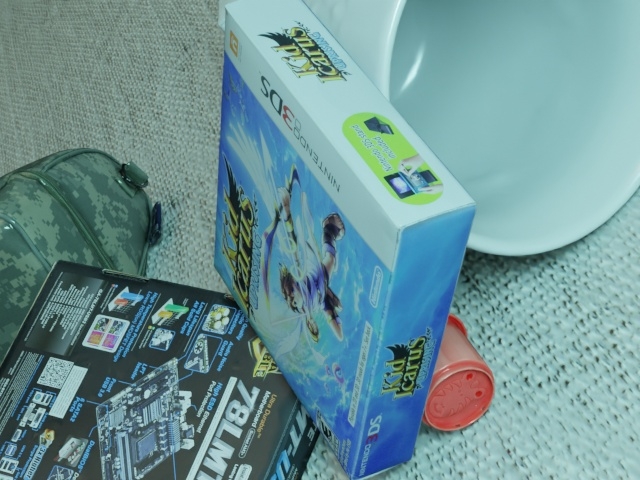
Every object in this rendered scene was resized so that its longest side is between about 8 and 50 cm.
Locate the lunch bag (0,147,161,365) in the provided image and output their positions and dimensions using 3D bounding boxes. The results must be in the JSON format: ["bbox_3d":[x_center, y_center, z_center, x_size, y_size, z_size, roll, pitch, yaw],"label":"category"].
[{"bbox_3d":[-0.348,0.034,1.298,0.305,0.212,0.256,-26,22,23],"label":"lunch bag"}]

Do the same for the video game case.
[{"bbox_3d":[0.000,0.000,0.835,0.061,0.269,0.244,-17,49,-23],"label":"video game case"}]

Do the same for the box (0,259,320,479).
[{"bbox_3d":[-0.159,0.174,0.980,0.293,0.073,0.295,10,61,24],"label":"box"}]

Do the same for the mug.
[{"bbox_3d":[0.102,-0.205,0.960,0.328,0.276,0.374,28,100,59],"label":"mug"}]

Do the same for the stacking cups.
[{"bbox_3d":[0.043,0.044,0.970,0.096,0.096,0.316,-41,36,8],"label":"stacking cups"}]

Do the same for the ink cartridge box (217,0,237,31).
[{"bbox_3d":[0.006,-0.283,1.271,0.168,0.171,0.233,-30,37,23],"label":"ink cartridge box"}]
